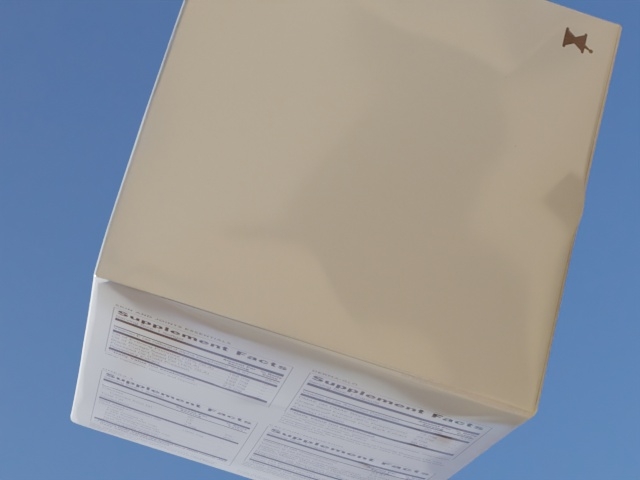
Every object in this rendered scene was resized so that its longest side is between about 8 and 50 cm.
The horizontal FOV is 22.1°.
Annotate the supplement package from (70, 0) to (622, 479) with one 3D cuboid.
[{"bbox_3d":[0.000,0.000,0.829,0.262,0.198,0.199,119,168,-68],"label":"supplement package"}]
